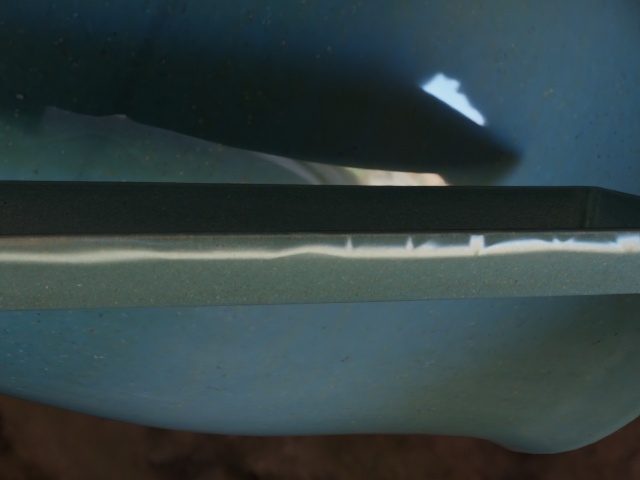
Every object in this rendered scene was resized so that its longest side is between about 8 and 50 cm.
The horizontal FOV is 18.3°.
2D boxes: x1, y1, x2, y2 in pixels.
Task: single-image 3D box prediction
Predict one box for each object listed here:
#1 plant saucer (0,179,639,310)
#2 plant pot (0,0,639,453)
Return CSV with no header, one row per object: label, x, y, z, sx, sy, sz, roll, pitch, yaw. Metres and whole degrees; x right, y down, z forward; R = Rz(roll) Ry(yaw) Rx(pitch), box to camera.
plant saucer,0.000,0.000,0.413,0.067,0.192,0.018,18,-74,59
plant pot,-0.008,-0.059,0.585,0.255,0.271,0.272,22,-2,-22
